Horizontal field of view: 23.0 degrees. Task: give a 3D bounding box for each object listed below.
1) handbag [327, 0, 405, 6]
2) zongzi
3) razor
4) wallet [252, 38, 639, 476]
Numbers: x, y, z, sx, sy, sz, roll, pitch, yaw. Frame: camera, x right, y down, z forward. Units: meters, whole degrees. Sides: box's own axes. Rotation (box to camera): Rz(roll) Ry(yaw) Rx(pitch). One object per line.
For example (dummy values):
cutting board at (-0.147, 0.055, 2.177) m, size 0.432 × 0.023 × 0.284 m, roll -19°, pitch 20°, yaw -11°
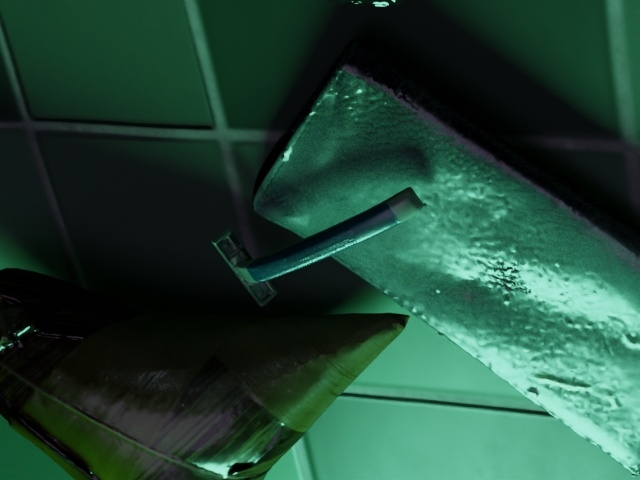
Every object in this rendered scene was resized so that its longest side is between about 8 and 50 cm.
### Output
handbag at (-0.047, -0.280, 0.965) m, size 0.275 × 0.088 × 0.244 m, roll 13°, pitch 116°, yaw 4°
zongzi at (-0.125, 0.074, 1.296) m, size 0.289 × 0.154 × 0.317 m, roll 42°, pitch 112°, yaw -3°
razor at (-0.002, 0.002, 1.172) m, size 0.191 × 0.037 × 0.068 m, roll -21°, pitch 113°, yaw 41°
wallet at (0.136, 0.014, 1.163) m, size 0.379 × 0.046 × 0.190 m, roll 34°, pitch 132°, yaw -1°
